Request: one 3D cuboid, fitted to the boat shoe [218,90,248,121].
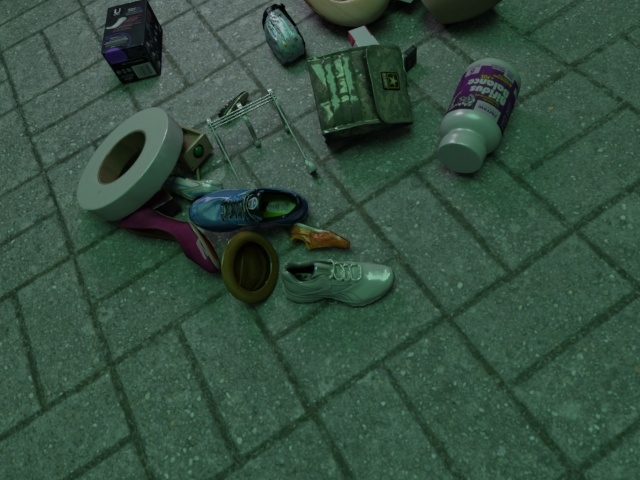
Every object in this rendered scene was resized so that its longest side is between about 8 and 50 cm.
[{"bbox_3d":[-0.296,-0.462,1.515,0.042,0.049,0.133,34,79,16],"label":"boat shoe"}]

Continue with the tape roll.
[{"bbox_3d":[-0.593,-0.239,1.378,0.391,0.072,0.393,-17,54,25],"label":"tape roll"}]

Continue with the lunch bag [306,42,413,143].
[{"bbox_3d":[0.125,-0.436,1.317,0.286,0.169,0.236,-11,90,5],"label":"lunch bag"}]

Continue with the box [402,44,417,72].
[{"bbox_3d":[0.281,-0.583,1.451,0.018,0.067,0.083,39,77,25],"label":"box"}]

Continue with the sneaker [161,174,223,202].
[{"bbox_3d":[-0.406,-0.154,1.368,0.237,0.085,0.086,9,92,23],"label":"sneaker"}]

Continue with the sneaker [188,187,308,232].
[{"bbox_3d":[-0.198,-0.097,1.218,0.329,0.147,0.130,-7,84,-3],"label":"sneaker"}]

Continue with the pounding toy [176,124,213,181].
[{"bbox_3d":[-0.418,-0.276,1.431,0.141,0.100,0.130,23,64,27],"label":"pounding toy"}]

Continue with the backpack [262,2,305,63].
[{"bbox_3d":[-0.129,-0.715,1.568,0.115,0.152,0.182,-33,74,0],"label":"backpack"}]

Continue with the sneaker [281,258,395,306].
[{"bbox_3d":[0.039,0.099,1.123,0.296,0.129,0.111,-5,61,7],"label":"sneaker"}]

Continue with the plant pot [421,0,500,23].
[{"bbox_3d":[0.433,-0.836,1.462,0.190,0.284,0.284,-36,56,32],"label":"plant pot"}]

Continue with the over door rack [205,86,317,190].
[{"bbox_3d":[-0.186,-0.285,1.384,0.239,0.108,0.325,-28,76,-3],"label":"over door rack"}]

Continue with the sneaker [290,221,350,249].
[{"bbox_3d":[0.000,0.000,1.228,0.174,0.064,0.068,13,87,23],"label":"sneaker"}]

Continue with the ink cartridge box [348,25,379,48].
[{"bbox_3d":[0.141,-0.589,1.436,0.063,0.151,0.109,-23,62,-6],"label":"ink cartridge box"}]

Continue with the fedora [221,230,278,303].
[{"bbox_3d":[-0.201,0.073,1.191,0.079,0.194,0.195,-17,54,45],"label":"fedora"}]

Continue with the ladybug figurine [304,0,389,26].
[{"bbox_3d":[0.080,-0.936,1.577,0.305,0.162,0.449,-42,75,18],"label":"ladybug figurine"}]

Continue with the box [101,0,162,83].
[{"bbox_3d":[-0.709,-0.758,1.691,0.165,0.143,0.271,-10,62,4],"label":"box"}]

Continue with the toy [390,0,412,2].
[{"bbox_3d":[0.274,-0.916,1.627,0.237,0.056,0.137,34,78,29],"label":"toy"}]

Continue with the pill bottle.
[{"bbox_3d":[0.436,-0.344,1.244,0.169,0.169,0.302,19,69,19],"label":"pill bottle"}]

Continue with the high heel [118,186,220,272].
[{"bbox_3d":[-0.434,0.008,1.273,0.181,0.127,0.377,-41,54,-8],"label":"high heel"}]
